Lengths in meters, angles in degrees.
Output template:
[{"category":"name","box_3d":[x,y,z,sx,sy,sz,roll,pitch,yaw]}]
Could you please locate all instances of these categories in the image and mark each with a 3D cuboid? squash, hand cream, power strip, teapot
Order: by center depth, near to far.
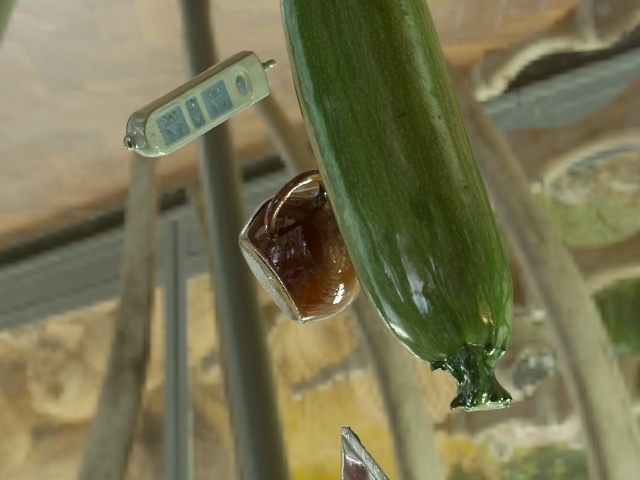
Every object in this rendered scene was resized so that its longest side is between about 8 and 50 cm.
[{"category":"squash","box_3d":[0.046,-0.070,0.986,0.107,0.395,0.107,-15,160,-5]},{"category":"hand cream","box_3d":[0.041,0.215,1.055,0.050,0.080,0.234,-29,148,-17]},{"category":"teapot","box_3d":[0.000,0.000,1.197,0.116,0.116,0.173,-5,144,10]},{"category":"power strip","box_3d":[-0.106,-0.128,1.356,0.030,0.047,0.191,1,-152,47]}]
